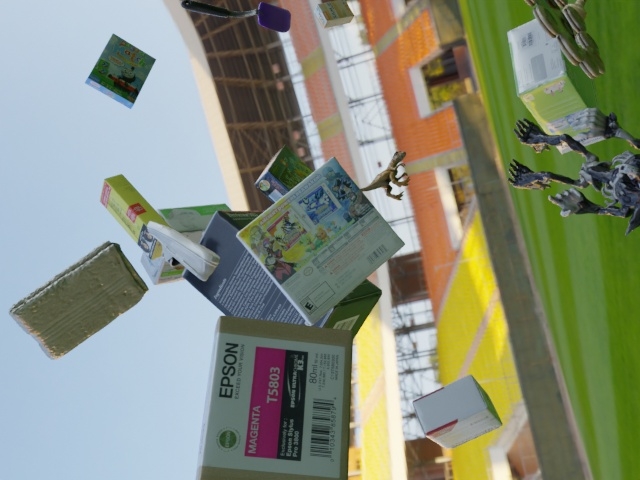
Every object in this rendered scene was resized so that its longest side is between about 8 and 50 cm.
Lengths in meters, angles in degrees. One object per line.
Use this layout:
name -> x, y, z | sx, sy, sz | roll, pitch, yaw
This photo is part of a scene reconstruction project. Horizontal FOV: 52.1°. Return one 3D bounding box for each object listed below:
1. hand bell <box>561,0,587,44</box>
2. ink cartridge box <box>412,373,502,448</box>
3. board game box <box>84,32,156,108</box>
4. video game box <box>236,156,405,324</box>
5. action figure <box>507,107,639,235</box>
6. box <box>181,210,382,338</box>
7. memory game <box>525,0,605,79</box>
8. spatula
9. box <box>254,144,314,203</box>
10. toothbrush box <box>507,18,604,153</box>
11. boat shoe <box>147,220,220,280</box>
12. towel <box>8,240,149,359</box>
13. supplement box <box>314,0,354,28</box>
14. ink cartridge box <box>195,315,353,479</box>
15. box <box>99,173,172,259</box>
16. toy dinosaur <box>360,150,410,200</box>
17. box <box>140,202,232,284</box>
hand bell -> 0.767, -0.711, 1.904 | 0.242, 0.126, 0.126 | -62, -9, 11
ink cartridge box -> 0.267, 0.336, 1.267 | 0.175, 0.127, 0.072 | 47, -162, -56
board game box -> -0.646, -0.551, 2.127 | 0.160, 0.039, 0.211 | 29, -125, -23
video game box -> 0.000, 0.000, 1.055 | 0.187, 0.205, 0.048 | 52, 169, -4
action figure -> 0.406, -0.107, 0.987 | 0.141, 0.275, 0.164 | 10, -82, -37
box -> -0.093, 0.112, 1.678 | 0.395, 0.212, 0.293 | 37, -162, 21
memory game -> 0.251, -0.252, 0.705 | 0.186, 0.012, 0.186 | 29, -137, -31
spatula -> -0.225, -0.611, 1.756 | 0.030, 0.296, 0.084 | 116, 157, -66
box -> -0.051, -0.113, 1.422 | 0.159, 0.044, 0.233 | 42, -161, -10
toothbrush box -> 0.577, -0.377, 1.589 | 0.283, 0.122, 0.206 | 30, -130, -43
boat shoe -> -0.271, 0.021, 1.253 | 0.063, 0.184, 0.066 | -62, -23, -2
towel -> -0.555, 0.138, 1.527 | 0.049, 0.282, 0.187 | 38, 157, 44
supplement box -> 0.039, -0.652, 1.883 | 0.062, 0.098, 0.036 | 63, 153, 11
ink cartridge box -> -0.059, 0.231, 0.883 | 0.088, 0.193, 0.235 | 114, 161, -61
box -> -0.470, -0.062, 1.673 | 0.232, 0.087, 0.058 | 46, -137, 18
toy dinosaur -> 0.152, -0.142, 1.600 | 0.211, 0.112, 0.064 | -39, -31, -33
box -> -0.423, 0.010, 2.140 | 0.262, 0.231, 0.127 | -9, -134, -41
